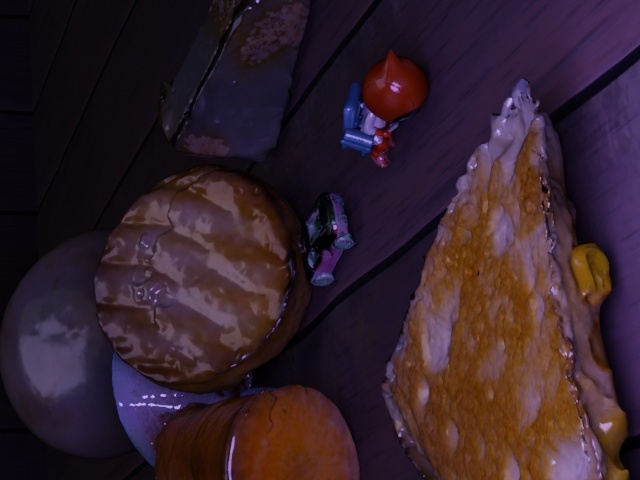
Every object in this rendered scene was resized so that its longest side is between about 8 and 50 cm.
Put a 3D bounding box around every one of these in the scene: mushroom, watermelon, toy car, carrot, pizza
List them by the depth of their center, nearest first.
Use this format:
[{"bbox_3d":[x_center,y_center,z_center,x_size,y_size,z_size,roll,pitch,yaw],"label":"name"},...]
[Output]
[{"bbox_3d":[0.156,0.134,1.282,0.392,0.080,0.434,129,139,-59],"label":"pizza"},{"bbox_3d":[-0.099,0.264,1.724,0.254,0.196,0.195,-10,79,53],"label":"carrot"},{"bbox_3d":[0.000,0.000,1.746,0.142,0.055,0.069,115,148,-53],"label":"toy car"},{"bbox_3d":[-0.183,0.179,2.018,0.175,0.188,0.321,101,179,-72],"label":"watermelon"},{"bbox_3d":[-0.318,0.166,2.305,0.294,0.362,0.362,34,-136,-60],"label":"mushroom"}]

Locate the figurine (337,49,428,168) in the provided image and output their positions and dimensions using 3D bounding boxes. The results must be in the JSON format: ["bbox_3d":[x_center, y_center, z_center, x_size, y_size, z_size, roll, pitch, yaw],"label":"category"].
[{"bbox_3d":[0.065,-0.144,1.539,0.140,0.075,0.068,117,175,-50],"label":"figurine"}]

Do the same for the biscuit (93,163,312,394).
[{"bbox_3d":[-0.144,0.050,1.883,0.102,0.296,0.296,35,-135,-61],"label":"biscuit"}]

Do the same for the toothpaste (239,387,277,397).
[{"bbox_3d":[-0.072,0.342,1.922,0.114,0.073,0.299,-151,59,-64],"label":"toothpaste"}]

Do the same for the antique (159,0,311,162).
[{"bbox_3d":[-0.098,-0.248,1.930,0.125,0.150,0.284,-113,39,-50],"label":"antique"}]

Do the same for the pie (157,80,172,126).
[{"bbox_3d":[-0.264,-0.233,2.528,0.084,0.021,0.084,180,90,-70],"label":"pie"}]
